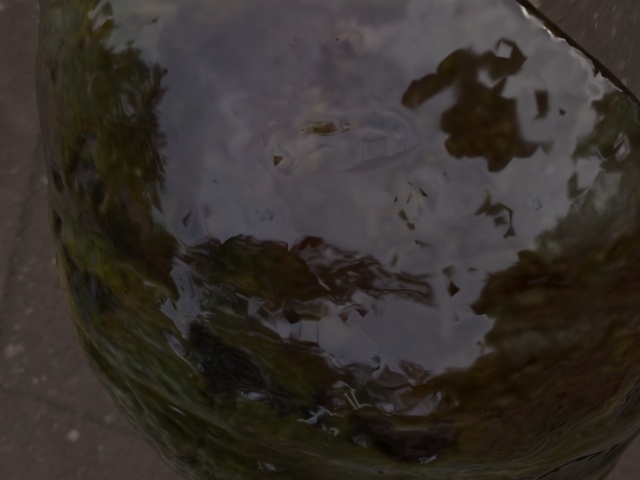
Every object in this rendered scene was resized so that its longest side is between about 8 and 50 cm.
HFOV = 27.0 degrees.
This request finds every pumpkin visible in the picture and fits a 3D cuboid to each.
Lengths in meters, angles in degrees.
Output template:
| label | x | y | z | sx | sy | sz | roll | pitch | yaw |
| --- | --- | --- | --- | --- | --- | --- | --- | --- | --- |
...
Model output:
| label | x | y | z | sx | sy | sz | roll | pitch | yaw |
| --- | --- | --- | --- | --- | --- | --- | --- | --- | --- |
| pumpkin | 0.000 | 0.000 | 0.415 | 0.312 | 0.148 | 0.169 | 40 | 79 | -9 |
